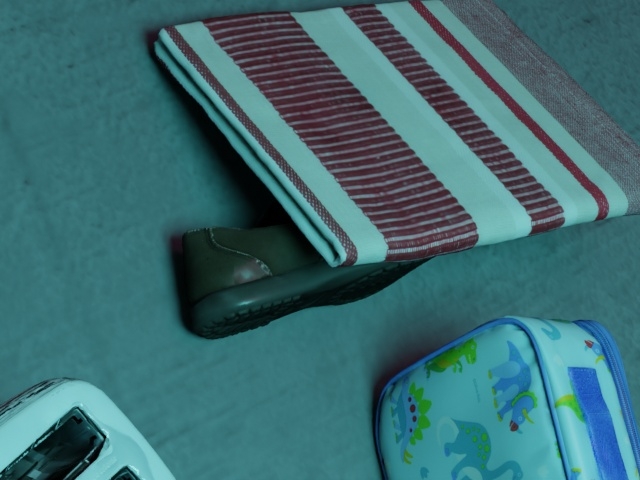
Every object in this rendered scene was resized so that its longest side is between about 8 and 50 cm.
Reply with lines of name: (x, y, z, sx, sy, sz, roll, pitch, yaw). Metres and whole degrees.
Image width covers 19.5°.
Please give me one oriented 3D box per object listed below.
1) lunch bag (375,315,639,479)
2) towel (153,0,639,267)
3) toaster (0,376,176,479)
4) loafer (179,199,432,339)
lunch bag: (0.129, 0.165, 1.170, 0.090, 0.176, 0.219, 4, 63, -37)
towel: (0.070, -0.080, 1.297, 0.329, 0.037, 0.237, -10, 49, -41)
toaster: (-0.169, 0.163, 0.955, 0.129, 0.146, 0.227, 52, 46, -4)
loafer: (0.000, 0.000, 1.225, 0.220, 0.080, 0.078, -14, 76, -42)
